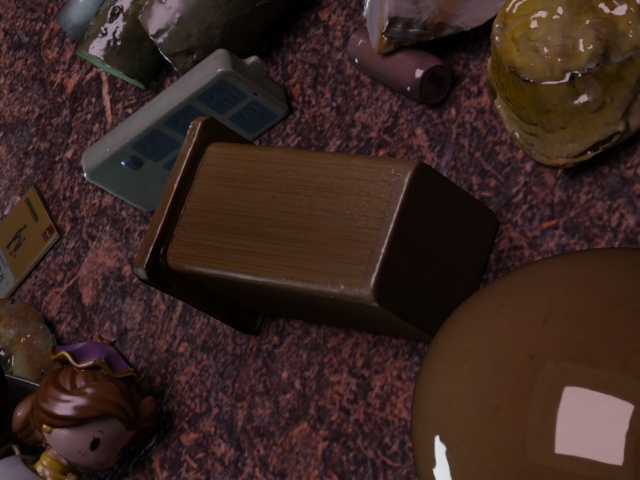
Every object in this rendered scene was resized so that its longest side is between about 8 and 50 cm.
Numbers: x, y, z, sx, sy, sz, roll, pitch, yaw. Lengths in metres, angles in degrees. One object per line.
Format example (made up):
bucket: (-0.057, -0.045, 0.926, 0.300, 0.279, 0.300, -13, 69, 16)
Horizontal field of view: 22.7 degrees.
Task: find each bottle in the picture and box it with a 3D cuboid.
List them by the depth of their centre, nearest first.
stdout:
bottle: (0.084, -0.191, 1.724, 0.053, 0.053, 0.140, -57, 42, 3)

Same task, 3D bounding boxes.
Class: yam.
yam: (-0.105, -0.316, 1.904, 0.268, 0.161, 0.161, -49, 42, 11)
yam: (-0.225, -0.300, 2.056, 0.107, 0.107, 0.194, 26, 86, 49)

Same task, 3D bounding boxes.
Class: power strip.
power strip: (-0.163, -0.126, 1.881, 0.270, 0.118, 0.046, -33, 50, 27)

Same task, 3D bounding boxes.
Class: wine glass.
wine glass: (-0.281, -0.354, 2.180, 0.198, 0.066, 0.066, -43, 43, 20)

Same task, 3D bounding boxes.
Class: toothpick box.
toothpick box: (0.000, 0.000, 1.606, 0.308, 0.187, 0.190, 9, 73, 43)

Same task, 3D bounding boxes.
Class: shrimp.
shrimp: (-0.432, 0.273, 1.954, 0.272, 0.085, 0.445, -10, 58, 35)

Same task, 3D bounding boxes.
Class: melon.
melon: (0.110, -0.263, 1.663, 0.202, 0.139, 0.093, -7, 52, 29)

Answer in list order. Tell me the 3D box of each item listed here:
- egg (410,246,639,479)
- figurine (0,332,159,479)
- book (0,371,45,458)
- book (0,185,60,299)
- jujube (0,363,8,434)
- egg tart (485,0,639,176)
egg: (0.225, 0.154, 1.190, 0.374, 0.301, 0.301, 13, 77, 49)
figurine: (-0.280, 0.231, 1.767, 0.189, 0.142, 0.263, 28, 91, 33)
book: (-0.353, 0.261, 1.866, 0.138, 0.016, 0.199, 14, 73, 16)
book: (-0.418, 0.022, 2.128, 0.172, 0.012, 0.118, -49, 43, 12)
jujube: (-0.443, 0.221, 1.806, 0.168, 0.168, 0.236, 7, 78, 47)
egg tart: (0.244, -0.189, 1.539, 0.232, 0.098, 0.252, -10, 57, 37)
